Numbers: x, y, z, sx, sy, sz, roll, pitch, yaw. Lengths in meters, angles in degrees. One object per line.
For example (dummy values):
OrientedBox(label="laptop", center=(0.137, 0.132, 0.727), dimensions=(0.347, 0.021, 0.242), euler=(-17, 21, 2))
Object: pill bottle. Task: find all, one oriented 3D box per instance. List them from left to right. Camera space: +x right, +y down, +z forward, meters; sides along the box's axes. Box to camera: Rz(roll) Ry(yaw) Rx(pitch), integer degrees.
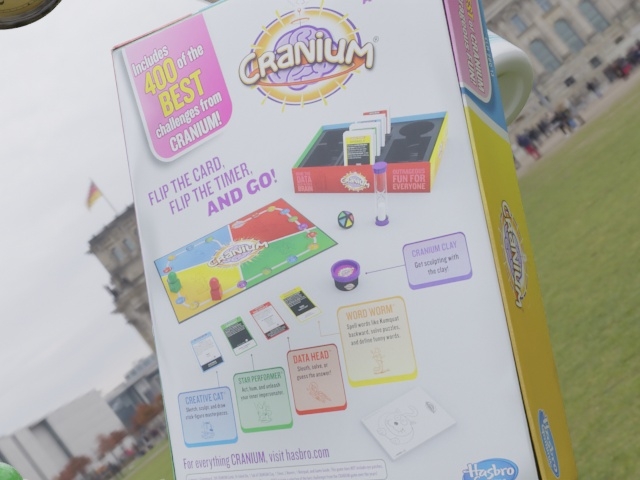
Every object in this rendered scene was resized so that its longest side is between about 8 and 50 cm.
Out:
OrientedBox(label="pill bottle", center=(0.180, -0.272, 1.179), dimensions=(0.146, 0.264, 0.146), euler=(-23, -42, -22))

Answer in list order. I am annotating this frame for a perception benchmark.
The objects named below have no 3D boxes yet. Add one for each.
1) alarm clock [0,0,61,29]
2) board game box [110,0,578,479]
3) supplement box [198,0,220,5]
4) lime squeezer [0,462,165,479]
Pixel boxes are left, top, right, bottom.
OrientedBox(label="alarm clock", center=(-0.247, -0.241, 0.635), dimensions=(0.192, 0.064, 0.129), euler=(-2, -51, -17))
OrientedBox(label="board game box", center=(0.000, 0.000, 0.478), dimensions=(0.242, 0.316, 0.064), euler=(-13, -7, 30))
OrientedBox(label="supplement box", center=(-0.061, -0.212, 0.624), dimensions=(0.036, 0.098, 0.062), euler=(-85, 14, -83))
OrientedBox(label="lime squeezer", center=(-0.262, 0.159, 0.594), dimensions=(0.110, 0.310, 0.059), euler=(-65, -13, -3))
